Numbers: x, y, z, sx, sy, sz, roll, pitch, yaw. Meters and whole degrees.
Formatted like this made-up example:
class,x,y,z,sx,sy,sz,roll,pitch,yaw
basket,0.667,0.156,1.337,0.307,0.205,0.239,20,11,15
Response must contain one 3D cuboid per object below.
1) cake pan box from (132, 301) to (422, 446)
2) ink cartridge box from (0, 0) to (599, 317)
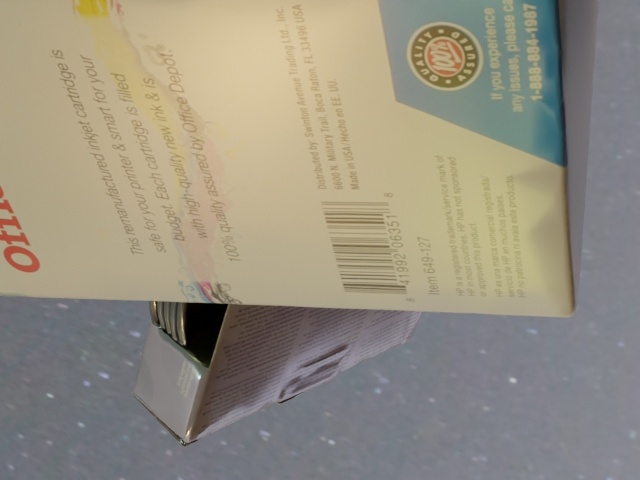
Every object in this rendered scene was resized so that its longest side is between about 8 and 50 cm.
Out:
class,x,y,z,sx,sy,sz,roll,pitch,yaw
cake pan box,0.000,0.000,1.013,0.267,0.070,0.245,-21,-43,-44
ink cartridge box,-0.021,-0.090,0.530,0.171,0.233,0.168,76,-159,-49
